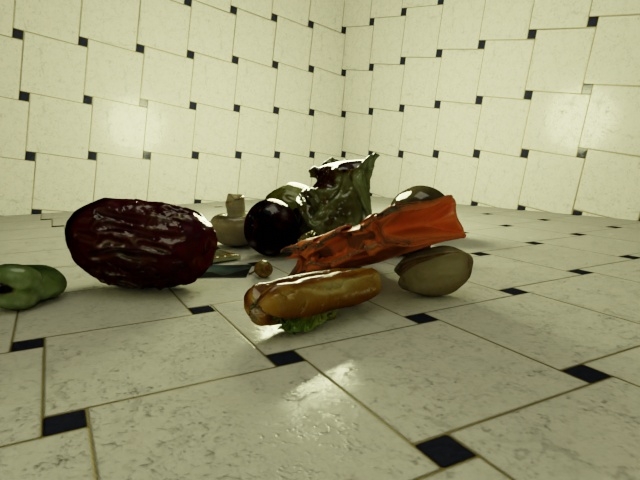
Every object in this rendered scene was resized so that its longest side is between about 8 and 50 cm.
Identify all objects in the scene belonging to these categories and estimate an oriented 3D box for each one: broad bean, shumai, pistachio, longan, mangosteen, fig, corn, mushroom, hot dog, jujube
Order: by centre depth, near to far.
[{"bbox_3d":[-0.014,0.118,1.009,0.337,0.100,0.135,-8,4,-44],"label":"hot dog"},{"bbox_3d":[-0.691,0.100,1.161,0.169,0.100,0.228,9,-2,5],"label":"broad bean"},{"bbox_3d":[0.268,0.070,1.184,0.185,0.124,0.124,-9,11,-9],"label":"pistachio"},{"bbox_3d":[-0.453,0.007,1.276,0.377,0.258,0.258,14,13,10],"label":"jujube"},{"bbox_3d":[-0.169,0.082,1.389,0.083,0.050,0.050,-17,-5,44],"label":"fig"},{"bbox_3d":[0.099,-0.146,1.611,0.292,0.288,0.330,39,20,-22],"label":"shumai"},{"bbox_3d":[-0.156,-0.042,1.673,0.210,0.209,0.210,0,10,0],"label":"mangosteen"},{"bbox_3d":[0.004,0.002,1.695,0.091,0.091,0.260,36,20,14],"label":"corn"},{"bbox_3d":[-0.311,-0.077,1.847,0.204,0.204,0.204,0,10,0],"label":"mushroom"},{"bbox_3d":[-0.080,-0.093,1.867,0.271,0.239,0.239,21,17,19],"label":"fig"},{"bbox_3d":[0.399,-0.114,2.016,0.248,0.248,0.248,0,10,0],"label":"longan"}]

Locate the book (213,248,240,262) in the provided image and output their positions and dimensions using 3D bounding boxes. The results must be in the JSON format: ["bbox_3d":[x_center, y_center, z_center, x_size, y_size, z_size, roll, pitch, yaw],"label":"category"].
[{"bbox_3d":[-0.430,0.045,1.651,0.208,0.020,0.296,-8,11,-40],"label":"book"}]

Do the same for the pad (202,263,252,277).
[{"bbox_3d":[-0.327,0.089,1.453,0.243,0.004,0.163,-1,10,-2],"label":"pad"}]

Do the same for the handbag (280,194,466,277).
[{"bbox_3d":[0.129,-0.001,1.276,0.304,0.116,0.410,-8,-9,-46],"label":"handbag"}]

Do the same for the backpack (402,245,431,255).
[{"bbox_3d":[0.267,-0.026,1.700,0.229,0.138,0.229,2,10,0],"label":"backpack"}]
